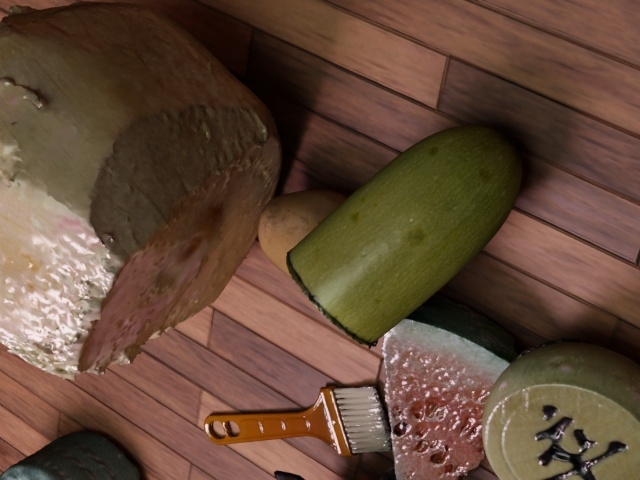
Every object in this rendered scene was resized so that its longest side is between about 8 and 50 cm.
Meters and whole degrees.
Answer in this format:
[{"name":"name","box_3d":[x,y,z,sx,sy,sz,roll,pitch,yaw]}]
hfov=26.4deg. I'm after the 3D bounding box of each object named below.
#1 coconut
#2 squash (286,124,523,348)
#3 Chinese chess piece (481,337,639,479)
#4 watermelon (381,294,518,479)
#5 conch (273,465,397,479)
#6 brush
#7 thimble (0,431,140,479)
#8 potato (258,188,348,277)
[{"name":"coconut","box_3d":[-0.267,-0.084,1.487,0.404,0.404,0.405,17,119,34]},{"name":"squash","box_3d":[0.095,-0.021,1.347,0.247,0.132,0.132,-44,77,11]},{"name":"Chinese chess piece","box_3d":[0.252,0.190,1.340,0.188,0.083,0.188,12,127,17]},{"name":"watermelon","box_3d":[0.134,0.180,1.477,0.154,0.094,0.241,23,124,19]},{"name":"conch","box_3d":[0.054,0.387,1.579,0.313,0.186,0.241,34,136,0]},{"name":"brush","box_3d":[-0.037,0.227,1.675,0.314,0.017,0.090,-11,98,42]},{"name":"thimble","box_3d":[-0.359,0.388,1.924,0.198,0.143,0.235,51,134,11]},{"name":"potato","box_3d":[-0.003,-0.001,1.486,0.147,0.112,0.112,23,122,28]}]
